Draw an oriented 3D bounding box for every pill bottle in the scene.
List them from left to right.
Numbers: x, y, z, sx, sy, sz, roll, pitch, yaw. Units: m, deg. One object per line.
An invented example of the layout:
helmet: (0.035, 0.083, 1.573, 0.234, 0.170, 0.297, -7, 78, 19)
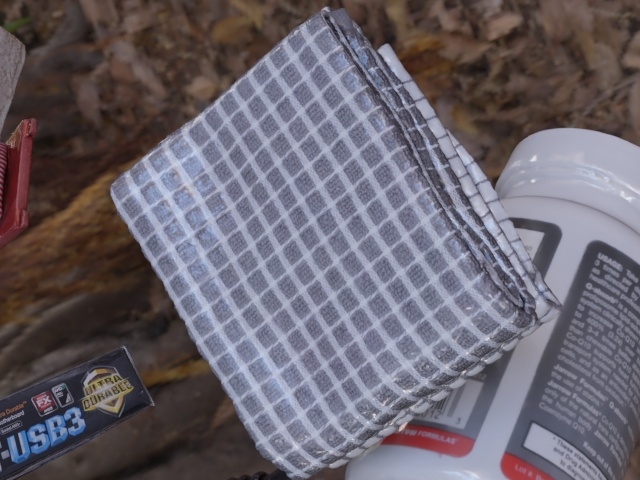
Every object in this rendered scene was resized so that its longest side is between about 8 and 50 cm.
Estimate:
pill bottle: (0.182, 0.094, 1.151, 0.210, 0.363, 0.210, 21, 152, 12)

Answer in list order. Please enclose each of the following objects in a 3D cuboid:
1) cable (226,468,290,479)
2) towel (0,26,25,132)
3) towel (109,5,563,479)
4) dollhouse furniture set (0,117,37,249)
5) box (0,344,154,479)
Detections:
cable: (-0.043, 0.295, 1.186, 0.047, 0.150, 0.184, -9, 87, 22)
towel: (-0.541, -0.226, 2.011, 0.049, 0.282, 0.187, -3, 151, 31)
towel: (0.000, 0.000, 0.978, 0.235, 0.121, 0.283, -40, 74, 27)
dollhouse furniture set: (-0.388, -0.166, 1.282, 0.152, 0.201, 0.374, -36, 48, 46)
box: (-0.342, 0.213, 1.200, 0.293, 0.295, 0.073, -33, 84, 38)
